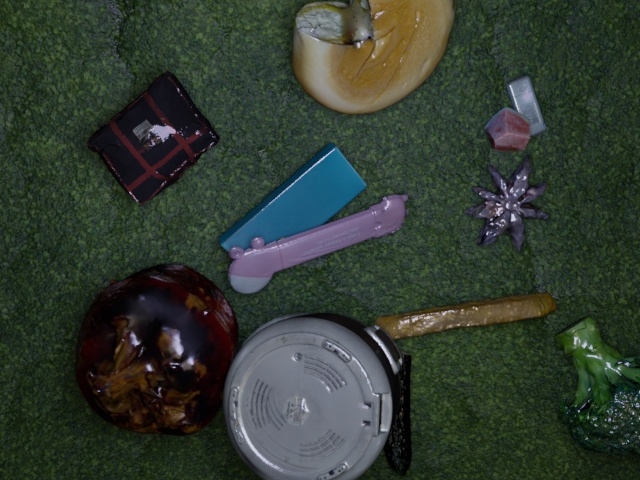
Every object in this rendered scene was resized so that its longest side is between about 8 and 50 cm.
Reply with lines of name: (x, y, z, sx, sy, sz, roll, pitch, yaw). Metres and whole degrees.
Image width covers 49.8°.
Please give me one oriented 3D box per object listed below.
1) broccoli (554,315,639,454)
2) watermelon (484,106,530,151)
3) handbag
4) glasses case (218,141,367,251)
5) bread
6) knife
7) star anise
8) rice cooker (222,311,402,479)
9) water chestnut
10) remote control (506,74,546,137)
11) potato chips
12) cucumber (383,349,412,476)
broccoli: (0.604, 0.298, 1.410, 0.297, 0.297, 0.297, -34, 76, 2)
watermelon: (0.385, -0.225, 1.400, 0.084, 0.072, 0.092, -6, 100, -10)
handbag: (-0.314, -0.191, 1.317, 0.215, 0.155, 0.169, -40, 107, 1)
glasses case: (-0.058, -0.060, 1.402, 0.301, 0.070, 0.117, -40, 116, 1)
bread: (0.094, -0.391, 1.276, 0.333, 0.160, 0.333, -13, 138, -12)
knife: (0.000, 0.000, 1.389, 0.398, 0.038, 0.132, -19, 132, -13)
star anise: (0.395, -0.070, 1.431, 0.204, 0.061, 0.180, -43, 100, 3)
rice cooker: (-0.003, 0.292, 1.338, 0.335, 0.325, 0.335, -1, 86, 11)
water chestnut: (-0.319, 0.222, 1.300, 0.335, 0.347, 0.335, 1, 104, 6)
remote control: (0.424, -0.275, 1.421, 0.053, 0.018, 0.124, -23, 100, 2)
potato chips: (0.312, 0.157, 1.459, 0.406, 0.080, 0.057, -8, 90, -3)
cucumber: (0.164, 0.375, 1.486, 0.072, 0.072, 0.300, -3, 99, -3)
